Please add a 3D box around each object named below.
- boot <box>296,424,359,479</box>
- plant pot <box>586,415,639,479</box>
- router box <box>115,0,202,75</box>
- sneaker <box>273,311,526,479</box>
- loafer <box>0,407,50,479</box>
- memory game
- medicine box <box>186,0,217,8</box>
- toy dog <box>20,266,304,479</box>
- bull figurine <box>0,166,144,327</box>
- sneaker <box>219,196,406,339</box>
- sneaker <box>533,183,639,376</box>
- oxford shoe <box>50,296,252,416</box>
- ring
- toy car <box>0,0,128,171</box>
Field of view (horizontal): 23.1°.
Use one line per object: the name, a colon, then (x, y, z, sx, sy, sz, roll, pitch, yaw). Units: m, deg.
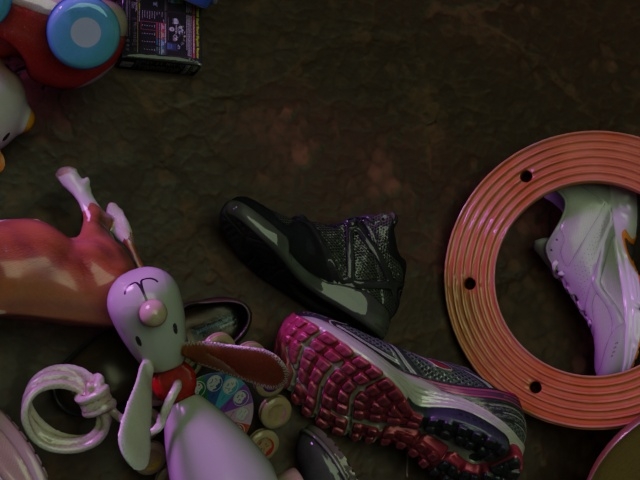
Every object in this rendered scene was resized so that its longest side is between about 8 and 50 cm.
boot: (-0.044, 0.317, 1.628, 0.208, 0.076, 0.190, -27, 83, -17)
plant pot: (0.391, 0.263, 1.744, 0.236, 0.032, 0.236, -10, 123, -15)
router box: (-0.180, -0.249, 1.745, 0.092, 0.038, 0.123, 4, 74, -19)
sneaker: (0.085, 0.164, 1.698, 0.299, 0.121, 0.112, 31, 39, -9)
loafer: (-0.351, 0.190, 1.534, 0.092, 0.102, 0.268, -36, 77, -16)
memory game: (-0.112, 0.184, 1.612, 0.186, 0.012, 0.186, -10, 112, -26)
medicine box: (-0.192, -0.426, 1.642, 0.289, 0.263, 0.149, 21, 51, -9)
toy dog: (-0.111, 0.199, 1.494, 0.220, 0.161, 0.334, -46, 104, -9)
bull figurine: (-0.319, 0.011, 1.553, 0.310, 0.101, 0.188, 12, 48, -26)
sneaker: (0.000, 0.000, 1.718, 0.227, 0.087, 0.130, 33, 65, -12)
sneaker: (0.309, 0.040, 1.825, 0.121, 0.099, 0.263, -1, 78, 2)
oxford shoe: (-0.173, 0.110, 1.618, 0.227, 0.096, 0.083, -27, 87, -23)
ring: (0.306, 0.044, 1.764, 0.336, 0.032, 0.337, -2, 81, 11)
toy car: (-0.327, -0.162, 1.612, 0.210, 0.219, 0.238, 18, 99, -15)
